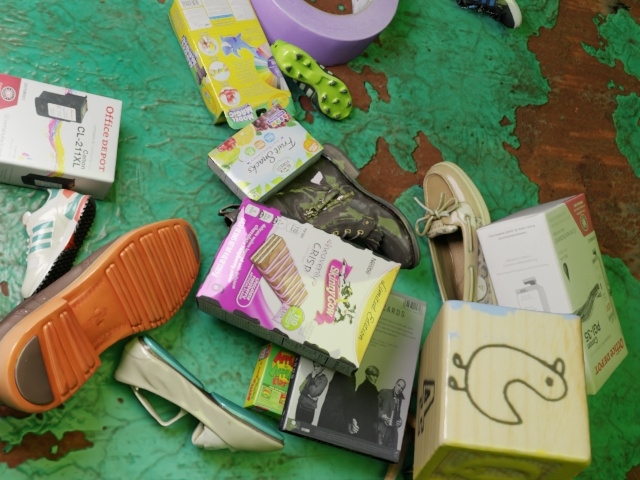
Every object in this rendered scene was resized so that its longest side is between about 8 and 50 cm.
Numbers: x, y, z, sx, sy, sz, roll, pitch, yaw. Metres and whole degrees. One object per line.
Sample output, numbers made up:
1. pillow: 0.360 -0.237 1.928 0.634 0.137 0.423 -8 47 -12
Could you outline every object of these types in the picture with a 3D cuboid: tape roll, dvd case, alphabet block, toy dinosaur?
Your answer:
1. tape roll: -0.006 -0.437 1.318 0.274 0.090 0.275 10 67 -24
2. dvd case: 0.052 0.173 1.102 0.179 0.029 0.239 21 67 -17
3. alphabet block: 0.234 0.216 1.043 0.192 0.193 0.197 6 58 0
4. toy dinosaur: 0.117 0.285 1.147 0.112 0.064 0.212 2 63 -2

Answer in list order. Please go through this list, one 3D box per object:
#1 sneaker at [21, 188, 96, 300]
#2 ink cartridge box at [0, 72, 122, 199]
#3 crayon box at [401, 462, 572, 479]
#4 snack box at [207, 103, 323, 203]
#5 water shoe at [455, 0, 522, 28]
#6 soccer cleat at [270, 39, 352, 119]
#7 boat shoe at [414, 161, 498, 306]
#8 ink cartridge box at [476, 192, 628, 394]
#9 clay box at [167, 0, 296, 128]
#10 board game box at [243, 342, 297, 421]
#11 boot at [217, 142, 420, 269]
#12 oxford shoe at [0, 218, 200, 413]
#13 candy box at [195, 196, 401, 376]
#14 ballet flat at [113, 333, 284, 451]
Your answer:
1. sneaker: -0.357 0.003 1.012 0.075 0.057 0.161 19 69 7
2. ink cartridge box: -0.361 -0.137 1.041 0.175 0.072 0.127 9 68 -23
3. crayon box: 0.294 0.418 1.163 0.203 0.083 0.323 -33 89 -31
4. snack box: -0.080 -0.123 1.140 0.141 0.037 0.100 -41 81 -23
5. water shoe: 0.300 -0.472 1.509 0.080 0.073 0.203 -44 95 -5
6. soccer cleat: -0.011 -0.259 1.249 0.179 0.060 0.072 37 12 -43
7. boat shoe: 0.219 0.009 1.260 0.089 0.104 0.285 -11 78 -32
8. ink cartridge box: 0.374 0.086 1.239 0.207 0.117 0.283 -19 93 -53
9. clay box: -0.136 -0.274 1.215 0.127 0.053 0.222 -18 82 -32
10. board game box: -0.009 0.221 1.105 0.181 0.043 0.092 25 62 -17
11. boot: 0.000 0.000 1.177 0.263 0.091 0.229 47 64 0
12. oxford shoe: -0.288 0.071 0.974 0.363 0.132 0.130 -41 122 -51
13. candy box: -0.029 0.062 1.053 0.233 0.071 0.159 23 70 2
14. ballet flat: -0.162 0.220 1.018 0.248 0.086 0.086 38 60 -8
